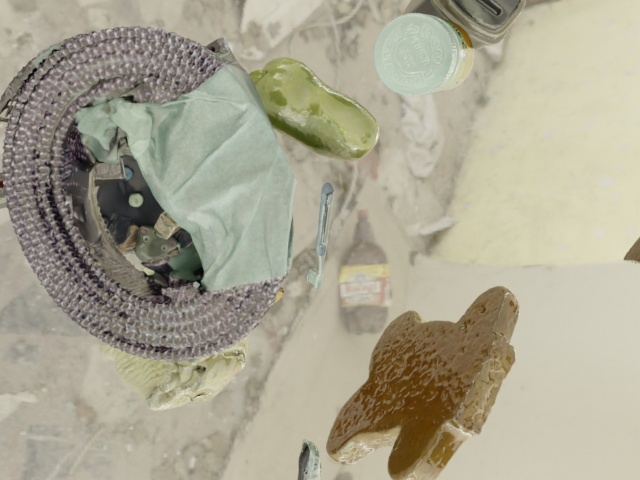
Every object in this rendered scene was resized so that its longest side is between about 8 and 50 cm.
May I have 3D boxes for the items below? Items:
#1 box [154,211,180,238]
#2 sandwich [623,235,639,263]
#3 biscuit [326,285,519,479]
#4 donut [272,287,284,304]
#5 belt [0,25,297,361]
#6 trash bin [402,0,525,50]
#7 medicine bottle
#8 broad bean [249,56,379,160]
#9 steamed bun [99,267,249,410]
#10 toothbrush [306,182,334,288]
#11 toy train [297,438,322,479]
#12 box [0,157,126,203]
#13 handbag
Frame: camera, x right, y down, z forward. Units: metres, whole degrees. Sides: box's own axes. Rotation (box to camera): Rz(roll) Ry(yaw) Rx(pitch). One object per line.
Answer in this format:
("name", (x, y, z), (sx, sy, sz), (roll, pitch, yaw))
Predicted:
("box", (-0.308, -0.052, 1.702), (0.045, 0.062, 0.098), (43, 46, 0))
("sandwich", (0.605, -0.005, 1.324), (0.090, 0.244, 0.088), (19, 50, -6))
("biscuit", (0.172, 0.259, 1.340), (0.076, 0.394, 0.368), (39, 62, -14))
("donut", (-0.147, 0.065, 1.159), (0.190, 0.174, 0.074), (5, 60, -49))
("belt", (-0.156, -0.043, 0.754), (0.122, 0.260, 0.324), (-30, 96, -85))
("trash bin", (0.327, -0.541, 1.844), (0.210, 0.290, 0.182), (31, 75, -15))
("medicine bottle", (0.224, -0.381, 1.627), (0.318, 0.158, 0.158), (-31, 111, -68))
("broad bean", (-0.015, -0.156, 0.978), (0.174, 0.124, 0.082), (37, 74, -18))
("steamed bun", (-0.274, 0.193, 1.609), (0.268, 0.280, 0.207), (-55, 149, 8))
("toothbrush", (0.000, 0.000, 0.935), (0.016, 0.019, 0.219), (-48, 163, -26))
("toy train", (-0.026, 0.474, 1.523), (0.047, 0.043, 0.207), (-4, 115, -24))
("box", (-0.598, -0.116, 1.627), (0.211, 0.350, 0.058), (-15, 95, -75))
("handbag", (-0.397, -0.052, 1.949), (0.326, 0.118, 0.268), (15, 93, -14))
